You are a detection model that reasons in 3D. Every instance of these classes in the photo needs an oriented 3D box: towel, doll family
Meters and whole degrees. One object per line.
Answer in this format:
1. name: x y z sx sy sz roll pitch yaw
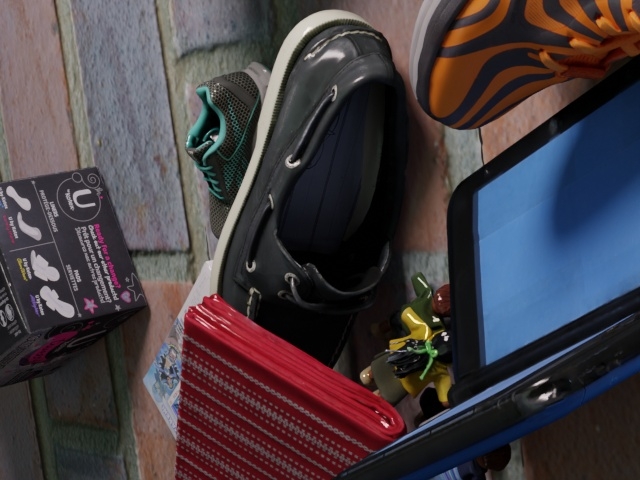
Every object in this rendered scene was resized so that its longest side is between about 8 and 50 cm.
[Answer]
1. towel: -0.031 0.172 1.303 0.198 0.031 0.275 31 144 15
2. doll family: 0.093 0.119 1.216 0.111 0.076 0.193 -35 77 46

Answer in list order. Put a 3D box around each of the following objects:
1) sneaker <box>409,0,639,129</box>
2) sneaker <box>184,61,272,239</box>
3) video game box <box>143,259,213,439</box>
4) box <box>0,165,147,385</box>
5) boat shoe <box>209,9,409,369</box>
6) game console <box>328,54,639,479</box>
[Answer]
1. sneaker: 0.179 -0.124 0.901 0.321 0.124 0.180 -49 62 44
2. sneaker: -0.087 -0.074 1.385 0.065 0.076 0.167 34 125 43
3. video game box: -0.072 0.150 1.452 0.205 0.048 0.187 57 136 25
4. box: -0.309 0.049 1.654 0.247 0.142 0.163 -34 74 52
5. boat shoe: 0.004 0.000 1.249 0.113 0.127 0.340 43 123 52
6. game console: 0.110 0.029 1.022 0.173 0.250 0.293 61 146 7
